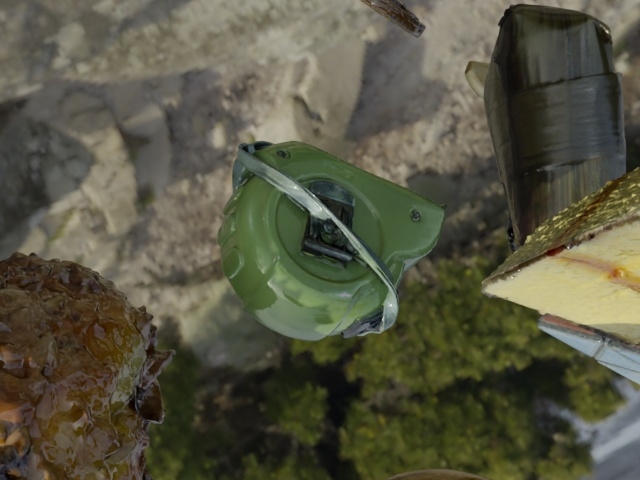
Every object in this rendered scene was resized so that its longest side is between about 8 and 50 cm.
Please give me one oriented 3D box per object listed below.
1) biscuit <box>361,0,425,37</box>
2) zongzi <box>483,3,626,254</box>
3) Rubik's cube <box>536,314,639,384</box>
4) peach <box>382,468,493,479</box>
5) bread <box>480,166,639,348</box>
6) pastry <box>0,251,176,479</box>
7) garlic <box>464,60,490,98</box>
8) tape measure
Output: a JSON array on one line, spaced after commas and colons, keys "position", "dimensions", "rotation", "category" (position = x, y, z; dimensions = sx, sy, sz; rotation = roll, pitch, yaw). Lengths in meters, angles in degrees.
[{"position": [0.070, -0.283, 1.627], "dimensions": [0.026, 0.124, 0.175], "rotation": [-54, -174, 8], "category": "biscuit"}, {"position": [0.243, -0.097, 1.515], "dimensions": [0.138, 0.286, 0.300], "rotation": [-4, 179, -6], "category": "zongzi"}, {"position": [0.462, 0.114, 1.749], "dimensions": [0.228, 0.233, 0.229], "rotation": [-16, 159, -47], "category": "Rubik's cube"}, {"position": [0.104, 0.319, 1.191], "dimensions": [0.153, 0.251, 0.251], "rotation": [-28, 164, -52], "category": "peach"}, {"position": [0.282, 0.041, 1.187], "dimensions": [0.135, 0.178, 0.240], "rotation": [-42, -173, -35], "category": "bread"}, {"position": [-0.300, 0.163, 1.189], "dimensions": [0.405, 0.292, 0.337], "rotation": [-19, -167, 40], "category": "pastry"}, {"position": [0.217, -0.198, 1.706], "dimensions": [0.083, 0.053, 0.041], "rotation": [4, -177, -22], "category": "garlic"}, {"position": [0.000, 0.000, 1.212], "dimensions": [0.200, 0.175, 0.106], "rotation": [28, 147, -15], "category": "tape measure"}]
